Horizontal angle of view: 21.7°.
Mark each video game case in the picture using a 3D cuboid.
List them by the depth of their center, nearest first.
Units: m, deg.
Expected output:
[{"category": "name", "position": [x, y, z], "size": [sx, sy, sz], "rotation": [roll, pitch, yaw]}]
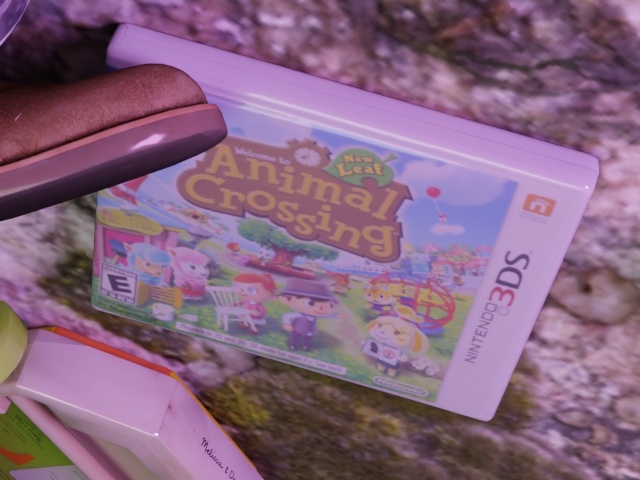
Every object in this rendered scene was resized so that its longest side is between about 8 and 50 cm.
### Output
[{"category": "video game case", "position": [0.000, 0.000, 0.768], "size": [0.212, 0.023, 0.193], "rotation": [16, 142, 2]}]

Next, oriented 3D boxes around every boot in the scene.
[{"category": "boot", "position": [-0.187, -0.054, 0.699], "size": [0.305, 0.115, 0.112], "rotation": [-7, 178, 20]}]

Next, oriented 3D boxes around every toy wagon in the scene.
[{"category": "toy wagon", "position": [-0.205, 0.142, 0.991], "size": [0.344, 0.068, 0.267], "rotation": [-8, 136, 30]}]

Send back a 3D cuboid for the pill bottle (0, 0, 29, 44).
[{"category": "pill bottle", "position": [-0.202, -0.162, 0.559], "size": [0.130, 0.130, 0.246], "rotation": [-1, 138, 23]}]
